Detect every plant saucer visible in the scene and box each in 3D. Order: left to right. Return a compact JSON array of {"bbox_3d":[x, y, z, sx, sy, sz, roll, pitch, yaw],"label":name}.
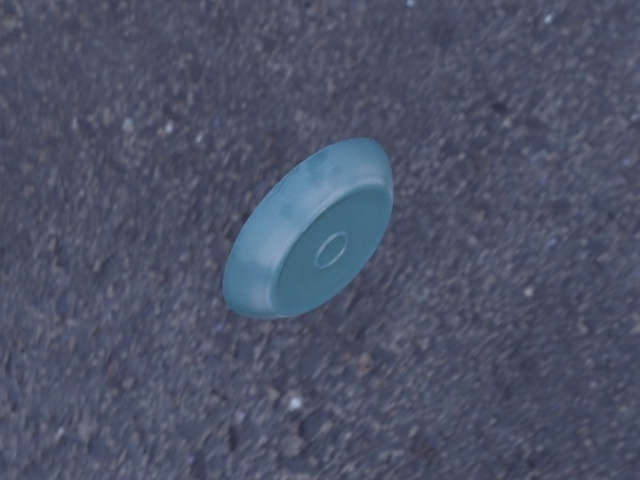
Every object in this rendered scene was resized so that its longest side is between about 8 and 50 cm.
[{"bbox_3d":[0.000,0.000,0.916,0.119,0.119,0.021,-36,61,-22],"label":"plant saucer"}]
